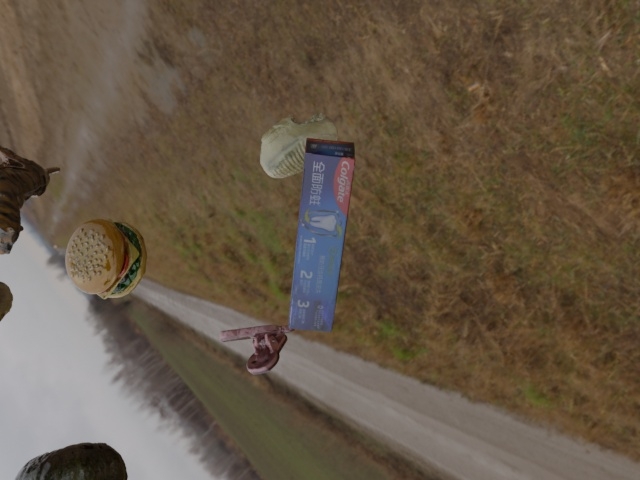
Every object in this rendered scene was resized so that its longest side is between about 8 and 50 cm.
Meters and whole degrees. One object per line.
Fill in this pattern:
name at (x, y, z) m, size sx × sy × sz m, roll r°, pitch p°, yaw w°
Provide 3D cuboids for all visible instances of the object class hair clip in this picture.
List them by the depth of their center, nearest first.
hair clip at (-0.116, 0.184, 1.275) m, size 0.123 × 0.138 × 0.102 m, roll -9°, pitch 114°, yaw 27°

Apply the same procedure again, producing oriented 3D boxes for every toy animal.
toy animal at (-0.430, -0.085, 0.921) m, size 0.116 × 0.255 × 0.114 m, roll 13°, pitch 113°, yaw 1°

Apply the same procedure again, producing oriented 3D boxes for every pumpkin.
pumpkin at (-0.412, 0.389, 1.017) m, size 0.107 × 0.183 × 0.119 m, roll 46°, pitch -153°, yaw -69°

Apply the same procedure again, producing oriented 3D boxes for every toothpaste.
toothpaste at (-0.001, 0.000, 1.014) m, size 0.066 × 0.076 × 0.320 m, roll -87°, pitch 3°, yaw -60°

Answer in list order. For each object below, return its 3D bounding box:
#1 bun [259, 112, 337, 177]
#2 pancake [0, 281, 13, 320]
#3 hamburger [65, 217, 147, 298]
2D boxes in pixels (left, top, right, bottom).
bun at (-0.069, -0.267, 1.743) m, size 0.116 × 0.237 × 0.210 m, roll 61°, pitch -160°, yaw 17°
pancake at (-0.367, 0.074, 0.621) m, size 0.139 × 0.139 × 0.022 m, roll 28°, pitch 130°, yaw 49°
hamburger at (-0.419, 0.036, 1.261) m, size 0.162 × 0.162 × 0.115 m, roll 41°, pitch -167°, yaw 25°
